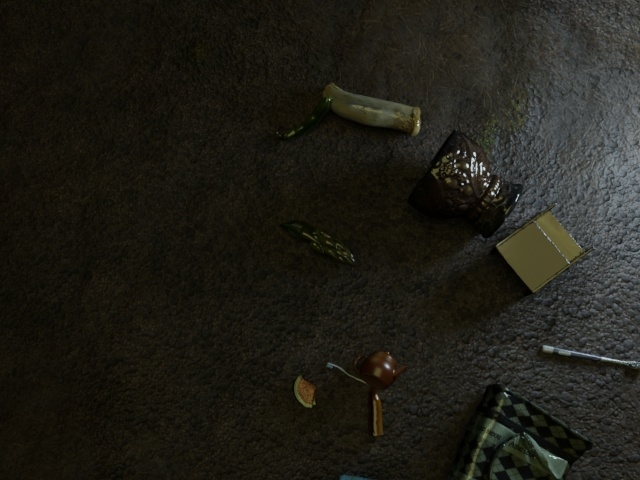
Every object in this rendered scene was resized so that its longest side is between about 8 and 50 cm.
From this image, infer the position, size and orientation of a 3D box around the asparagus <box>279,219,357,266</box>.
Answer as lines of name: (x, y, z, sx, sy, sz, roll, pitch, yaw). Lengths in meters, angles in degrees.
asparagus: (0.000, 0.000, 1.777, 0.287, 0.080, 0.080, 34, 85, 12)

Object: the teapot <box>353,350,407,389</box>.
teapot: (0.177, 0.379, 1.665, 0.173, 0.116, 0.116, 7, 78, 37)

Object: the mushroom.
mushroom: (0.168, -0.434, 1.837, 0.351, 0.095, 0.123, 21, 59, 11)

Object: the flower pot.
flower pot: (0.441, -0.154, 1.666, 0.267, 0.266, 0.266, 34, 85, 2)

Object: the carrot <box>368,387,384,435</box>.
carrot: (0.166, 0.515, 1.662, 0.048, 0.048, 0.139, -3, 77, 7)

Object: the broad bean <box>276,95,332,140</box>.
broad bean: (-0.044, -0.401, 1.859, 0.227, 0.069, 0.039, -33, 37, 16)

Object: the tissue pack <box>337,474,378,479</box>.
tissue pack: (0.120, 0.707, 1.517, 0.177, 0.263, 0.089, 7, 76, 9)

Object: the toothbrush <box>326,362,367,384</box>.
toothbrush: (0.094, 0.415, 1.709, 0.162, 0.014, 0.017, 21, 68, 11)

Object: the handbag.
handbag: (0.537, 0.653, 1.529, 0.317, 0.180, 0.416, 26, 78, 4)

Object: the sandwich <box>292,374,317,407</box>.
sandwich: (-0.047, 0.471, 1.712, 0.101, 0.026, 0.069, 37, 81, 10)

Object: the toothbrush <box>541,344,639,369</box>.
toothbrush: (0.797, 0.343, 1.619, 0.288, 0.026, 0.024, 9, 82, 10)

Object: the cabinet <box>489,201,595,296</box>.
cabinet: (0.651, 0.031, 1.643, 0.215, 0.148, 0.175, -37, 76, 3)
